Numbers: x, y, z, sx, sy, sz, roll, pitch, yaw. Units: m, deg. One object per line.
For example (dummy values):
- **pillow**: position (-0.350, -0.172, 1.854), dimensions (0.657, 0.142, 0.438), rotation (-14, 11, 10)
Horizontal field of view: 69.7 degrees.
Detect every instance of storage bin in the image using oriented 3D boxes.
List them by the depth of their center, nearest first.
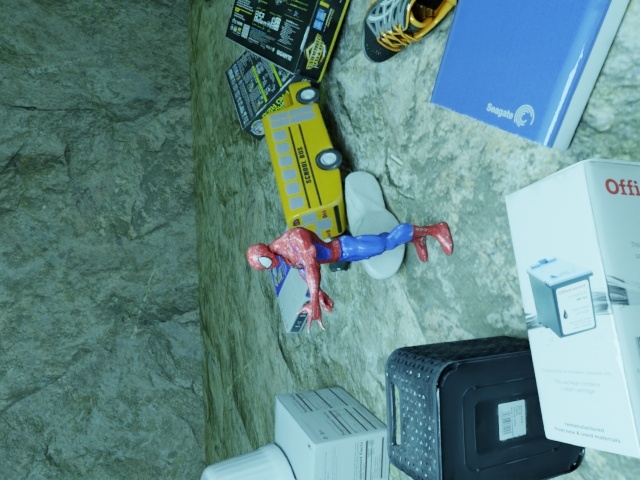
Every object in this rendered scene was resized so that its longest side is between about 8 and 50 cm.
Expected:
- **storage bin**: position (0.163, 0.166, 0.455), dimensions (0.084, 0.180, 0.122), rotation (173, 97, -65)

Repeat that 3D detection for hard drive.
- **hard drive**: position (0.228, -0.281, 0.478), dimensions (0.210, 0.040, 0.319), rotation (-129, 45, -54)

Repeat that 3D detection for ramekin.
- **ramekin**: position (-0.129, 0.519, 0.813), dimensions (0.277, 0.135, 0.278), rotation (179, 90, -66)

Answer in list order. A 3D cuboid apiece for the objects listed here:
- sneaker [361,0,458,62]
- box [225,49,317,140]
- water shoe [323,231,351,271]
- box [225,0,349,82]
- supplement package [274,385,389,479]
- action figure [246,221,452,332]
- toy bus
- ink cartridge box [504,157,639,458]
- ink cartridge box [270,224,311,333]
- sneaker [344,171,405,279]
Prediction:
- **sneaker**: position (0.121, -0.317, 0.653), dimensions (0.215, 0.084, 0.083), rotation (146, 133, -61)
- **box**: position (-0.125, -0.406, 1.132), dimensions (0.216, 0.060, 0.270), rotation (-39, 48, 20)
- **water shoe**: position (0.000, 0.000, 0.955), dimensions (0.203, 0.072, 0.080), rotation (-135, 47, -58)
- **box**: position (-0.072, -0.512, 0.973), dimensions (0.322, 0.079, 0.257), rotation (42, 118, 40)
- **supplement package**: position (0.010, 0.437, 0.844), dimensions (0.204, 0.145, 0.262), rotation (-168, 80, -65)
- **action figure**: position (0.043, 0.046, 0.600), dimensions (0.091, 0.280, 0.139), rotation (148, 119, -63)
- **toy bus**: position (-0.031, -0.164, 0.912), dimensions (0.108, 0.130, 0.333), rotation (73, -179, -59)
- **ink cartridge box**: position (0.233, 0.045, 0.347), dimensions (0.082, 0.139, 0.191), rotation (146, 121, -64)
- **ink cartridge box**: position (-0.063, 0.087, 1.129), dimensions (0.208, 0.045, 0.206), rotation (114, 147, -44)
- **sneaker**: position (0.085, -0.013, 0.783), dimensions (0.094, 0.080, 0.212), rotation (102, 163, -52)
